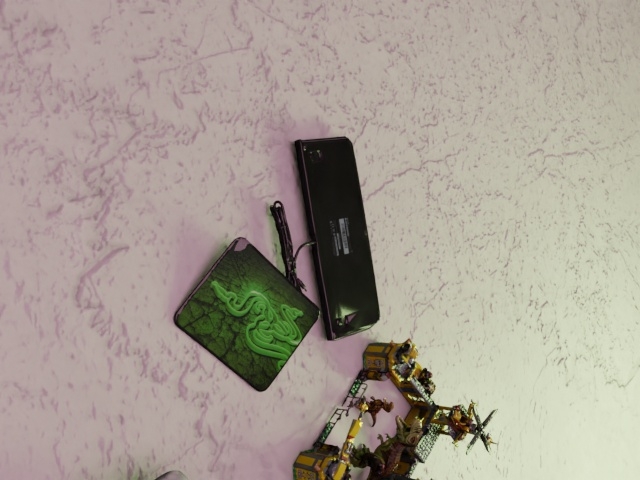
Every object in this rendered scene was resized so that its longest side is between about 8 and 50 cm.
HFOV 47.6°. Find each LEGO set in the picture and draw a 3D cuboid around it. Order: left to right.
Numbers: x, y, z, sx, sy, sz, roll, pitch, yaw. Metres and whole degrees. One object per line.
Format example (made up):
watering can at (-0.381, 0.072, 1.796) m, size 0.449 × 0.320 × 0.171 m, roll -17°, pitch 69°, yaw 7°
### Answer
LEGO set at (0.139, 0.316, 1.109) m, size 0.331 × 0.192 × 0.255 m, roll -45°, pitch 115°, yaw -35°

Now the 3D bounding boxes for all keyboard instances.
keyboard at (0.000, 0.000, 1.126) m, size 0.201 × 0.033 × 0.317 m, roll -11°, pitch 92°, yaw -43°

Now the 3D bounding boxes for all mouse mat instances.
mouse mat at (-0.097, 0.106, 1.020) m, size 0.190 × 0.007 × 0.152 m, roll 46°, pitch 72°, yaw -30°

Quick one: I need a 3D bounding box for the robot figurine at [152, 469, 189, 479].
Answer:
robot figurine at (-0.123, 0.445, 0.827) m, size 0.353 × 0.199 × 0.300 m, roll 57°, pitch 7°, yaw 0°
